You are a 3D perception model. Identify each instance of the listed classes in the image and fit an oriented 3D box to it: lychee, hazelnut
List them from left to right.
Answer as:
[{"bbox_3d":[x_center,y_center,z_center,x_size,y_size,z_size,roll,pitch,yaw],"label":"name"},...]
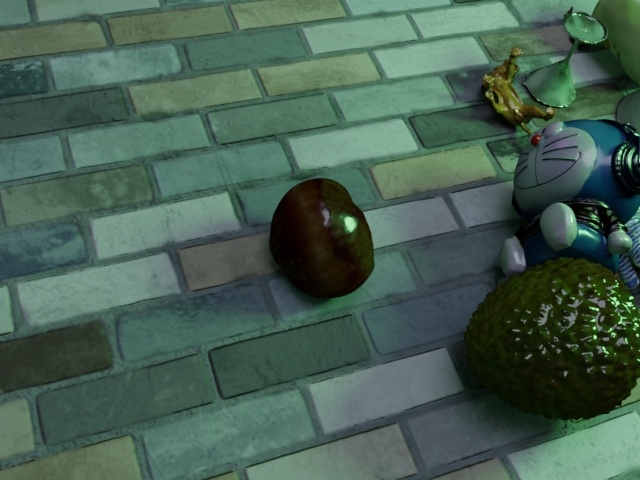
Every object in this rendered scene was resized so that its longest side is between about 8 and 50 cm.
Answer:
[{"bbox_3d":[0.000,0.000,1.331,0.178,0.178,0.204,-30,97,-27],"label":"hazelnut"},{"bbox_3d":[0.386,0.151,1.236,0.320,0.270,0.269,15,53,-18],"label":"lychee"}]

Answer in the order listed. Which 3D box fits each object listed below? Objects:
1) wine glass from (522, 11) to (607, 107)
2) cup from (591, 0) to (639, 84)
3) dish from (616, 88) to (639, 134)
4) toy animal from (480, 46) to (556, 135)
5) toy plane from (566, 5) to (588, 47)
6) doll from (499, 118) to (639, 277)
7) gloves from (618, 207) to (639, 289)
[{"bbox_3d":[0.519,-0.382,1.669,0.122,0.183,0.122,4,57,-7],"label":"wine glass"},{"bbox_3d":[0.751,-0.478,1.767,0.255,0.173,0.202,-16,65,-26],"label":"cup"},{"bbox_3d":[0.775,-0.257,1.690,0.260,0.085,0.260,5,56,-7],"label":"dish"},{"bbox_3d":[0.404,-0.275,1.641,0.114,0.116,0.255,-21,65,4],"label":"toy animal"},{"bbox_3d":[0.599,-0.488,1.836,0.031,0.049,0.120,-10,58,-17],"label":"toy plane"},{"bbox_3d":[0.451,-0.075,1.400,0.240,0.284,0.309,26,58,-25],"label":"doll"},{"bbox_3d":[0.592,0.010,1.479,0.119,0.097,0.229,-29,67,7],"label":"gloves"}]
